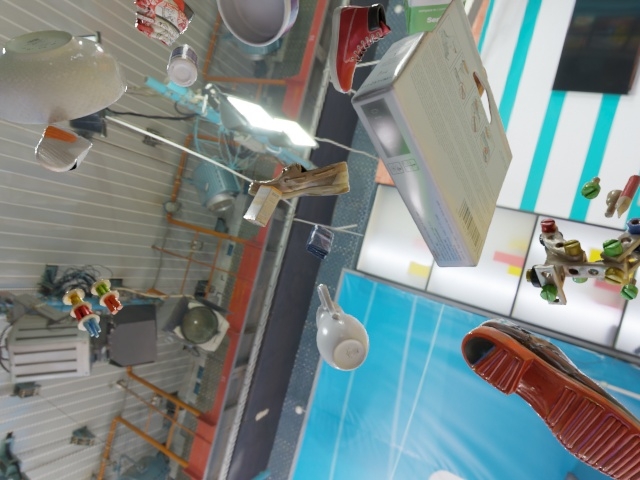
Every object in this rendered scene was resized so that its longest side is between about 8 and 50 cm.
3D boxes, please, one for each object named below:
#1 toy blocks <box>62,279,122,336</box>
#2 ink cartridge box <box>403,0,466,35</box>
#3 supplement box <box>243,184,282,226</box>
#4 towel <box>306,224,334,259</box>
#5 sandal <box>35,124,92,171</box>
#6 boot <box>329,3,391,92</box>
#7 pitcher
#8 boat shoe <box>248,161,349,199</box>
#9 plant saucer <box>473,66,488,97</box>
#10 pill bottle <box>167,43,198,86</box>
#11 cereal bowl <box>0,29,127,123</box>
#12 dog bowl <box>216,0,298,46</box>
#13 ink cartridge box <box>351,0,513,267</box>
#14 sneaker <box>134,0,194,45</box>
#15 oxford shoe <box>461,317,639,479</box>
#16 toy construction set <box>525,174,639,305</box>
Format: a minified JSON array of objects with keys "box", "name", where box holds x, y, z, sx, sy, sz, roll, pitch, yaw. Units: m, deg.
[{"box":[-0.581,0.180,1.072,0.123,0.148,0.054,-23,-36,-40],"name":"toy blocks"},{"box":[0.168,-0.436,0.583,0.208,0.086,0.153,76,-165,-62],"name":"ink cartridge box"},{"box":[-0.145,-0.088,1.034,0.036,0.062,0.098,33,-101,-37],"name":"supplement box"},{"box":[0.000,0.000,1.121,0.029,0.067,0.119,-55,9,32],"name":"towel"},{"box":[-0.641,-0.207,0.994,0.102,0.265,0.076,29,-73,-28],"name":"sandal"},{"box":[0.122,-0.569,1.228,0.088,0.176,0.244,-29,-53,-51],"name":"boot"},{"box":[0.039,0.216,1.037,0.125,0.207,0.178,-21,-73,-6],"name":"pitcher"},{"box":[-0.075,-0.202,1.344,0.121,0.341,0.110,-61,-33,-70],"name":"boat shoe"},{"box":[0.222,-0.252,0.775,0.037,0.200,0.200,44,-119,-27],"name":"plant saucer"},{"box":[-0.465,-0.603,1.393,0.094,0.094,0.169,73,-177,-46],"name":"pill bottle"},{"box":[-0.706,-0.451,1.077,0.339,0.339,0.141,-51,-25,-37],"name":"cereal bowl"},{"box":[-0.210,-0.806,1.374,0.104,0.265,0.265,-59,-30,-45],"name":"dog bowl"},{"box":[0.170,-0.141,0.545,0.275,0.060,0.239,54,-129,-31],"name":"ink cartridge box"},{"box":[-0.489,-0.667,1.136,0.145,0.090,0.270,-53,-32,4],"name":"sneaker"},{"box":[0.325,0.193,0.531,0.098,0.271,0.097,-21,-41,-39],"name":"oxford shoe"},{"box":[0.617,0.029,0.940,0.237,0.257,0.309,-43,-37,-30],"name":"toy construction set"}]
